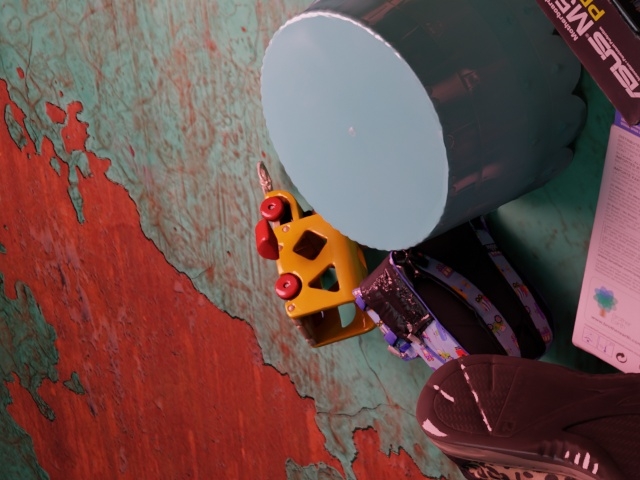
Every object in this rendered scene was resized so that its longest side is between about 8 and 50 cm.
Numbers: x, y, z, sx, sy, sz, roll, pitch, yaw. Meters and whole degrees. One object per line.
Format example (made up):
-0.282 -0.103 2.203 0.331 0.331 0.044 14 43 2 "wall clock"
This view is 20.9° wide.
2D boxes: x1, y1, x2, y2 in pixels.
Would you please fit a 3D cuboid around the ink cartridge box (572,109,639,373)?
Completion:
0.332 0.009 1.543 0.186 0.065 0.311 31 138 31 "ink cartridge box"

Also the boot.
0.292 0.253 1.636 0.377 0.138 0.284 9 145 28 "boot"

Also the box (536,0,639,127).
0.260 -0.228 1.287 0.216 0.270 0.060 54 143 6 "box"

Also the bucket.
0.088 -0.134 1.629 0.281 0.183 0.281 29 135 35 "bucket"

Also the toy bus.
0.004 0.013 1.898 0.104 0.191 0.202 -17 106 9 "toy bus"

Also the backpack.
0.141 0.071 1.734 0.173 0.158 0.117 49 134 8 "backpack"
